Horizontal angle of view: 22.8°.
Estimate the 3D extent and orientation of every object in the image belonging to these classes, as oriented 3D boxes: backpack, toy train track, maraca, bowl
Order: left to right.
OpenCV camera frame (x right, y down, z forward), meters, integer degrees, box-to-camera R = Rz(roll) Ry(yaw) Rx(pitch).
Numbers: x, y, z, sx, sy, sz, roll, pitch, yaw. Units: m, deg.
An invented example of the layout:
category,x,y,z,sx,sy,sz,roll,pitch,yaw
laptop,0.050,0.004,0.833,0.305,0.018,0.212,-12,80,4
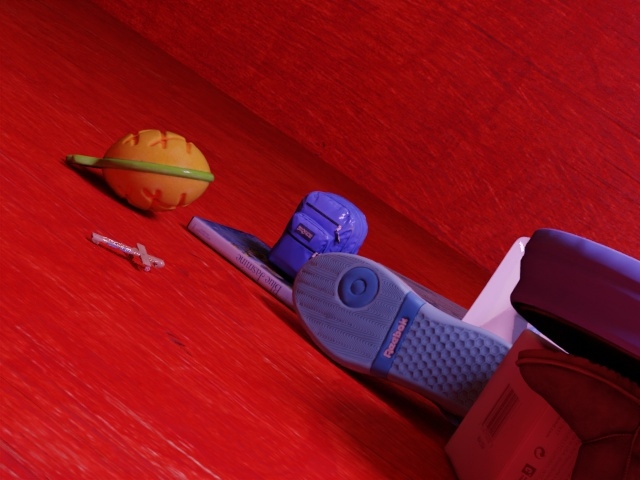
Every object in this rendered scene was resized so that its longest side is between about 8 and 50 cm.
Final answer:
category,x,y,z,sx,sy,sz,roll,pitch,yaw
toy train track,-0.203,0.014,1.650,0.083,0.014,0.048,24,18,-24
maraca,-0.221,-0.088,1.945,0.185,0.099,0.127,8,-4,19
backpack,0.000,0.000,2.010,0.098,0.120,0.101,36,7,17
bowl,0.353,0.122,1.495,0.391,0.077,0.391,31,-4,2

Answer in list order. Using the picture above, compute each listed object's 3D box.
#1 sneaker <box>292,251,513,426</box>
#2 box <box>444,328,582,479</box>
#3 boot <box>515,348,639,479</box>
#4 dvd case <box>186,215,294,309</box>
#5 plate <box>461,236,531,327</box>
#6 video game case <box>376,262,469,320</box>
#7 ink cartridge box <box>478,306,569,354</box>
category,x,y,z,sx,sy,sz,roll,pitch,yaw
sneaker,0.120,0.135,1.868,0.319,0.127,0.208,32,-4,26
box,0.325,0.267,1.628,0.345,0.168,0.215,32,7,-8
boot,0.236,0.221,1.437,0.189,0.209,0.076,25,-15,-9
dvd case,-0.040,0.055,2.047,0.253,0.022,0.180,36,7,24
plate,0.337,0.122,2.146,0.278,0.277,0.045,15,-44,28
video game case,0.263,0.168,2.567,0.329,0.036,0.300,28,8,-39
ink cartridge box,0.341,0.161,2.015,0.261,0.296,0.066,39,-29,43
